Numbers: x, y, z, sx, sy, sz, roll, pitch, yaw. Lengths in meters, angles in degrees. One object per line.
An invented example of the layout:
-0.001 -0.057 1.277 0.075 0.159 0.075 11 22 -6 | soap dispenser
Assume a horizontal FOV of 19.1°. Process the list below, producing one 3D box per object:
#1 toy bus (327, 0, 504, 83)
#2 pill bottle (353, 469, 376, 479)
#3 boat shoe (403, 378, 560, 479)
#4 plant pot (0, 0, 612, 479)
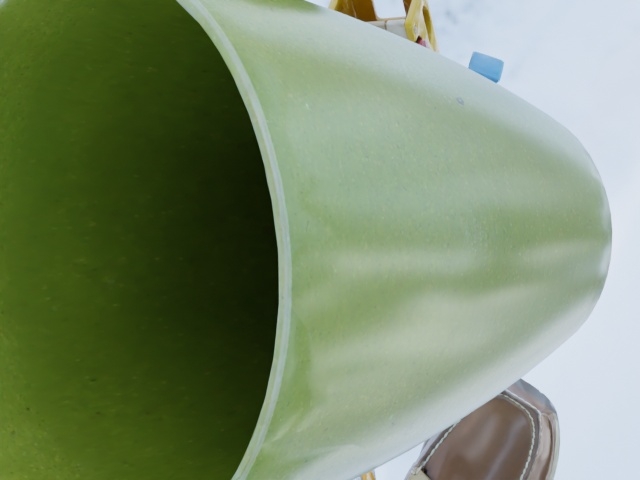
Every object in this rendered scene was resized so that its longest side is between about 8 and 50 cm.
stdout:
0.070 -0.150 1.784 0.191 0.202 0.104 33 42 -12 | toy bus
-0.040 0.271 1.294 0.162 0.162 0.278 44 34 -42 | pill bottle
0.105 0.266 1.676 0.324 0.122 0.120 -64 169 27 | boat shoe
0.000 0.000 0.942 0.293 0.275 0.275 -4 92 -43 | plant pot
